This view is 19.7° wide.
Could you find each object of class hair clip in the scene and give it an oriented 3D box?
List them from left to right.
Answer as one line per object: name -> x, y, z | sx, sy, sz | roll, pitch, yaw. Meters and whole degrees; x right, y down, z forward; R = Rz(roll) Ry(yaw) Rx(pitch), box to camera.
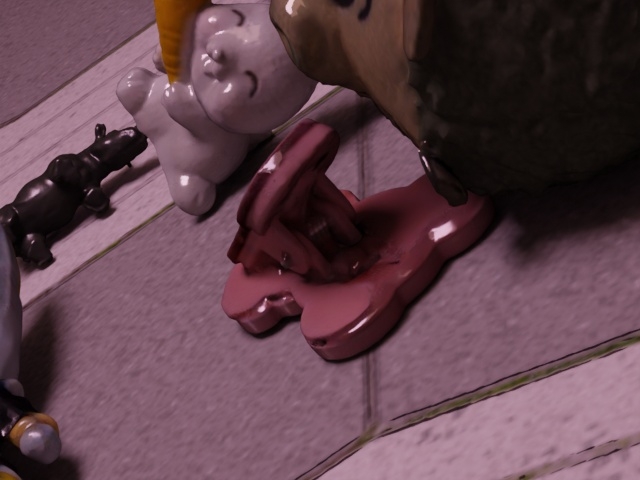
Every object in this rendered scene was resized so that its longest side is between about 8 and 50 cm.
hair clip -> 0.008, 0.008, 0.936 | 0.123, 0.102, 0.138 | -46, -7, -27

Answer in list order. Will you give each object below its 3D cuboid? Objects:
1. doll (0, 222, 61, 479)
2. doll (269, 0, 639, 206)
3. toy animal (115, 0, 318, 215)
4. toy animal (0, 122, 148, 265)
doll -> -0.216, 0.081, 1.014 | 0.145, 0.103, 0.316 | -47, 30, 5
doll -> 0.094, -0.171, 0.921 | 0.247, 0.247, 0.350 | -25, 41, 23
toy animal -> -0.033, -0.113, 1.098 | 0.127, 0.131, 0.181 | -9, -20, -49
toy animal -> -0.165, -0.038, 1.236 | 0.135, 0.047, 0.065 | -44, 16, -5
